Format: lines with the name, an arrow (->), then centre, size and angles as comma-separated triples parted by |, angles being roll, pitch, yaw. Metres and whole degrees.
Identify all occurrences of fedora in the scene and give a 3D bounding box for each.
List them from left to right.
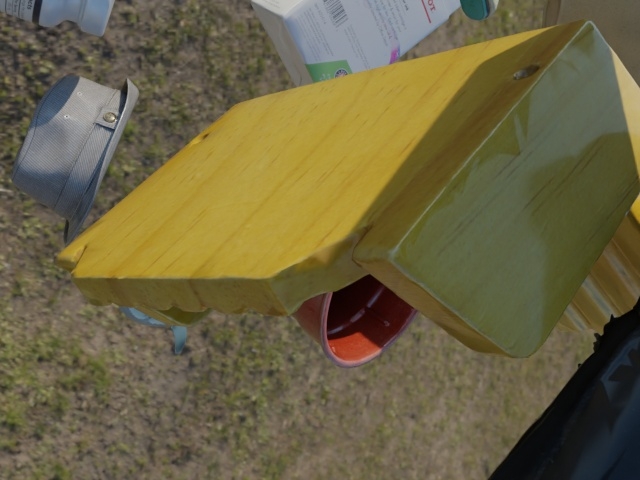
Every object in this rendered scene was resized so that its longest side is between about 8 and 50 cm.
fedora -> -0.378, -0.141, 1.254 | 0.124, 0.244, 0.275 | 26, 64, -18

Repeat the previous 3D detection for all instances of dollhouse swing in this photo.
dollhouse swing -> 0.063, 0.043, 0.625 | 0.315, 0.347, 0.305 | -47, 119, -33

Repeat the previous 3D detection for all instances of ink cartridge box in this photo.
ink cartridge box -> 0.083, -0.418, 1.443 | 0.353, 0.119, 0.207 | -39, 131, -9

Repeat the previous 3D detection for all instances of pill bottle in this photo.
pill bottle -> -0.409, -0.382, 1.143 | 0.264, 0.153, 0.153 | 17, 80, -17

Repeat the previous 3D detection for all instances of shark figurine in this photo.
shark figurine -> -0.349, 0.123, 1.606 | 0.278, 0.116, 0.166 | 25, 64, -49

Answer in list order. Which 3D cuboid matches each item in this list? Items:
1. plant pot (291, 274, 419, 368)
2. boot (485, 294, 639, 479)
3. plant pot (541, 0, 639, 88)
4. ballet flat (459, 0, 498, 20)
plant pot -> 0.000, 0.000, 1.213 | 0.272, 0.265, 0.272 | -33, 138, -35
boot -> 0.260, 0.189, 0.601 | 0.367, 0.146, 0.445 | 30, 92, -32
plant pot -> 0.415, -0.320, 1.160 | 0.284, 0.191, 0.284 | 7, 90, -87
ballet flat -> 0.219, -0.423, 1.187 | 0.086, 0.086, 0.248 | -66, 154, -23
